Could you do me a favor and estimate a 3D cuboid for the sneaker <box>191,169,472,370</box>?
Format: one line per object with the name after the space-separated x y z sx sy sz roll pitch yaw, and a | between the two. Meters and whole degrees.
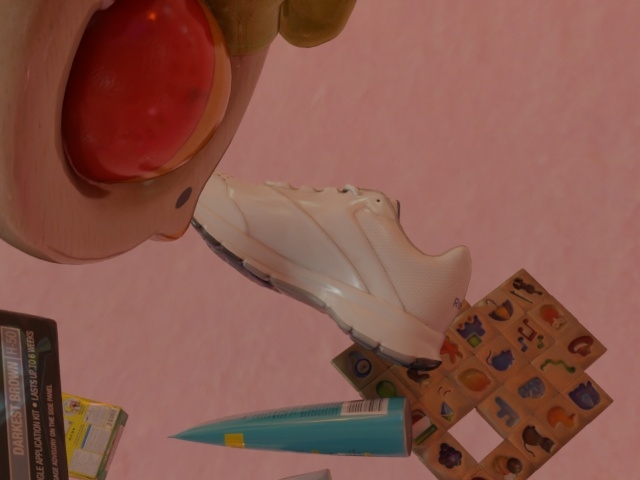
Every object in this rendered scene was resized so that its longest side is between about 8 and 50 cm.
0.000 0.000 1.017 0.297 0.111 0.129 30 85 8 | sneaker

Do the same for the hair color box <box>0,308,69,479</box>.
-0.304 0.111 0.528 0.114 0.375 0.185 -33 57 35 | hair color box

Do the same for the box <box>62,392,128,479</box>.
-0.363 0.259 1.526 0.179 0.043 0.105 13 67 13 | box

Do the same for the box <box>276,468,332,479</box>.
0.014 0.369 0.896 0.059 0.322 0.232 -12 112 3 | box

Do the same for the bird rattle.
-0.055 -0.086 0.393 0.143 0.253 0.206 22 96 10 | bird rattle

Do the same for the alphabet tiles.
0.159 0.124 1.070 0.237 0.009 0.198 -33 68 -31 | alphabet tiles

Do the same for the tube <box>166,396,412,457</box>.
-0.024 0.166 0.993 0.207 0.080 0.052 -3 81 13 | tube
